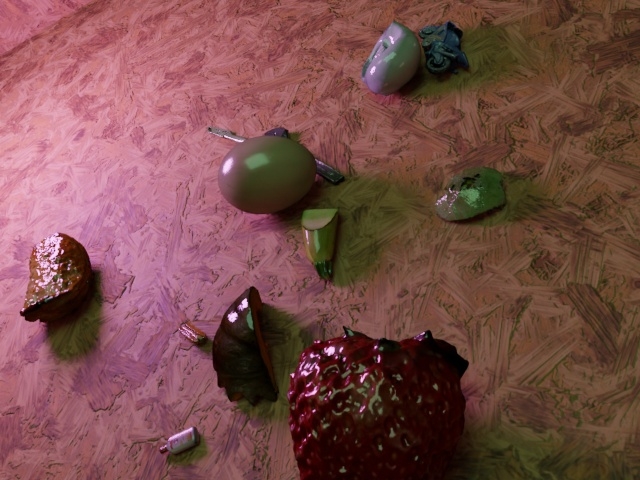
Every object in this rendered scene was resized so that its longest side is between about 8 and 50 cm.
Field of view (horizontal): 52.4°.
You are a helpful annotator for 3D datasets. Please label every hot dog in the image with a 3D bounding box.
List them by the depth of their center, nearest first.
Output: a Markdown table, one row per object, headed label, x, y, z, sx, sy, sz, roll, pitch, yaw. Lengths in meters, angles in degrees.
| label | x | y | z | sx | sy | sz | roll | pitch | yaw |
| --- | --- | --- | --- | --- | --- | --- | --- | --- | --- |
| hot dog | -0.285 | 0.210 | 1.454 | 0.037 | 0.021 | 0.083 | -32 | 39 | -29 |
| hot dog | -0.683 | 0.102 | 1.686 | 0.175 | 0.114 | 0.259 | -25 | 45 | 14 |

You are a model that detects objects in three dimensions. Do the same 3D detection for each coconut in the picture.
| label | x | y | z | sx | sy | sz | roll | pitch | yaw |
| --- | --- | --- | --- | --- | --- | --- | --- | --- | --- |
| coconut | 0.324 | -0.103 | 1.370 | 0.133 | 0.055 | 0.158 | 25 | 69 | 40 |

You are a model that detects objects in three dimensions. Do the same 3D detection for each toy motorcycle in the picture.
| label | x | y | z | sx | sy | sz | roll | pitch | yaw |
| --- | --- | --- | --- | --- | --- | --- | --- | --- | --- |
| toy motorcycle | 0.320 | -0.503 | 1.686 | 0.114 | 0.076 | 0.205 | -12 | 50 | 10 |

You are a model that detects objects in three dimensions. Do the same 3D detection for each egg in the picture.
| label | x | y | z | sx | sy | sz | roll | pitch | yaw |
| --- | --- | --- | --- | --- | --- | --- | --- | --- | --- |
| egg | -0.127 | -0.157 | 1.554 | 0.241 | 0.186 | 0.186 | -9 | 51 | 14 |

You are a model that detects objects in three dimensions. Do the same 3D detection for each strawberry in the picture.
| label | x | y | z | sx | sy | sz | roll | pitch | yaw |
| --- | --- | --- | --- | --- | --- | --- | --- | --- | --- |
| strawberry | 0.077 | 0.295 | 1.028 | 0.291 | 0.292 | 0.310 | -1 | 47 | 27 |

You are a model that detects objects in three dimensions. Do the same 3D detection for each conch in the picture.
| label | x | y | z | sx | sy | sz | roll | pitch | yaw |
| --- | --- | --- | --- | --- | --- | --- | --- | --- | --- |
| conch | 0.180 | -0.468 | 1.691 | 0.184 | 0.121 | 0.221 | -14 | 42 | 33 |

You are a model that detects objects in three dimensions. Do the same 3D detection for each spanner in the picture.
| label | x | y | z | sx | sy | sz | roll | pitch | yaw |
| --- | --- | --- | --- | --- | --- | --- | --- | --- | --- |
| spanner | -0.049 | -0.217 | 1.675 | 0.093 | 0.026 | 0.325 | -44 | 49 | -12 |

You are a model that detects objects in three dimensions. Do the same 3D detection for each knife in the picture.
| label | x | y | z | sx | sy | sz | roll | pitch | yaw |
| --- | --- | --- | --- | --- | --- | --- | --- | --- | --- |
| knife | -0.261 | -0.302 | 1.857 | 0.207 | 0.014 | 0.030 | 23 | 68 | 39 |

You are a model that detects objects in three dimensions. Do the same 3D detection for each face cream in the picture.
| label | x | y | z | sx | sy | sz | roll | pitch | yaw |
| --- | --- | --- | --- | --- | --- | --- | --- | --- | --- |
| face cream | -0.282 | 0.403 | 1.296 | 0.083 | 0.021 | 0.040 | -27 | 46 | 6 |

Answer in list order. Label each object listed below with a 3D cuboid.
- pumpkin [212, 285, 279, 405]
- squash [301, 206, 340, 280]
| label | x | y | z | sx | sy | sz | roll | pitch | yaw |
| --- | --- | --- | --- | --- | --- | --- | --- | --- | --- |
| pumpkin | -0.176 | 0.202 | 1.321 | 0.130 | 0.149 | 0.254 | -16 | 49 | 4 |
| squash | 0.000 | -0.003 | 1.440 | 0.090 | 0.075 | 0.200 | 2 | 52 | -4 |
